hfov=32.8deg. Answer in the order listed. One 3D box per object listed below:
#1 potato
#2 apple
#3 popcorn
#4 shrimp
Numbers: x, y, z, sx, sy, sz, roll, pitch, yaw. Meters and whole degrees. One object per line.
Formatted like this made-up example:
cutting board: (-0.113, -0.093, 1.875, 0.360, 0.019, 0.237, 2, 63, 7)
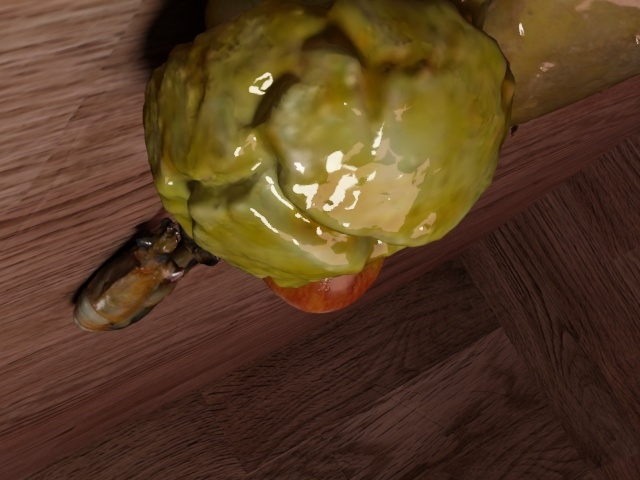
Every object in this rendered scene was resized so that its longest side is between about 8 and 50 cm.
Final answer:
potato: (0.175, -0.168, 0.744, 0.192, 0.141, 0.296, -21, 170, -35)
apple: (0.000, 0.000, 1.096, 0.146, 0.146, 0.146, -30, 172, -5)
popcorn: (0.001, -0.068, 0.605, 0.204, 0.183, 0.221, -19, 169, -27)
shrimp: (-0.153, 0.030, 1.053, 0.145, 0.059, 0.254, -26, 172, -42)
